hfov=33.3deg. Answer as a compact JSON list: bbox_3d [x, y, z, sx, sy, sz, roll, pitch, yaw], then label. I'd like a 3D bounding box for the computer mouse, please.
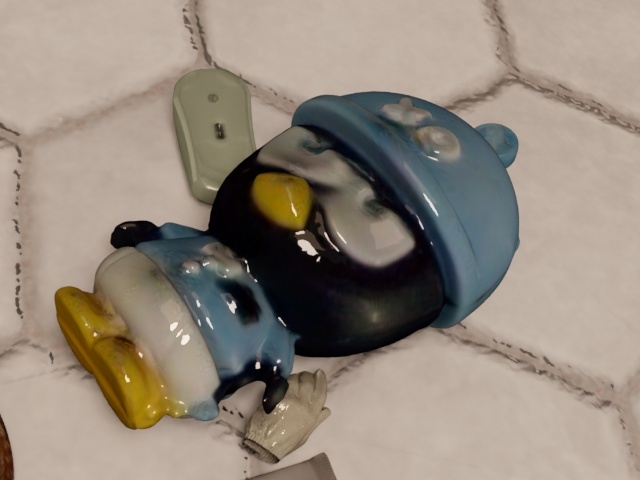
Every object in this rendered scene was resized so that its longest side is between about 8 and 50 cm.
[{"bbox_3d":[-0.072,-0.066,0.740,0.056,0.032,0.110,-6,69,-17],"label":"computer mouse"}]

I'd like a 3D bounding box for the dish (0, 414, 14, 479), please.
[{"bbox_3d":[-0.237,0.117,0.549,0.141,0.078,0.141,48,22,-26],"label":"dish"}]

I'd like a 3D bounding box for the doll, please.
[{"bbox_3d":[0.000,0.000,0.649,0.314,0.141,0.177,-29,57,-25],"label":"doll"}]

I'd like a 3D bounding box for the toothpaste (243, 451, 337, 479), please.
[{"bbox_3d":[-0.114,0.178,0.556,0.301,0.048,0.075,-8,32,-27],"label":"toothpaste"}]

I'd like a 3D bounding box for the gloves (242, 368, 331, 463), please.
[{"bbox_3d":[-0.020,0.108,0.639,0.044,0.037,0.081,49,44,-25],"label":"gloves"}]
